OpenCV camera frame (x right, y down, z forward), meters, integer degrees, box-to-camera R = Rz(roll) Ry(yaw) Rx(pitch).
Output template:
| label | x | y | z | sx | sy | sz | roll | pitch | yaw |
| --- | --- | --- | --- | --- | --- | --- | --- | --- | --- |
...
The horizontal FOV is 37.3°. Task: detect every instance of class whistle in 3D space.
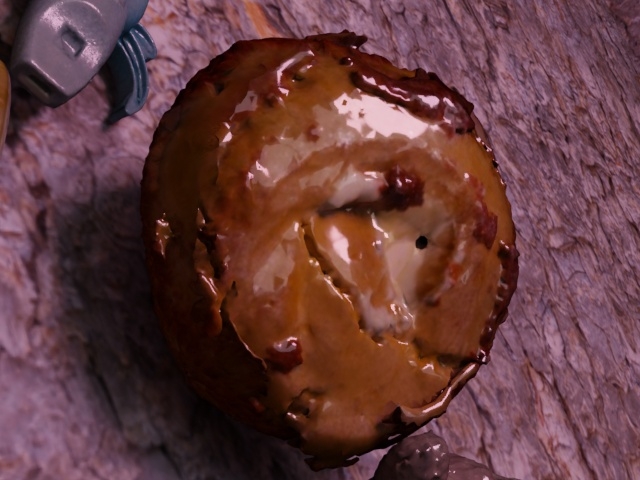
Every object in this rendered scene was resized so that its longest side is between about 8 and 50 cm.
| label | x | y | z | sx | sy | sz | roll | pitch | yaw |
| --- | --- | --- | --- | --- | --- | --- | --- | --- | --- |
| whistle | -0.200 | -0.212 | 0.819 | 0.186 | 0.093 | 0.274 | 49 | 34 | -32 |

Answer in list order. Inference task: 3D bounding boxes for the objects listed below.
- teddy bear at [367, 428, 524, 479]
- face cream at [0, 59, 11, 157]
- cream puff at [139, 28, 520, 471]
| label | x | y | z | sx | sy | sz | roll | pitch | yaw |
| --- | --- | --- | --- | --- | --- | --- | --- | --- | --- |
| teddy bear | 0.051 | 0.254 | 0.725 | 0.267 | 0.151 | 0.236 | -5 | 108 | -58 |
| face cream | -0.344 | -0.120 | 0.606 | 0.285 | 0.067 | 0.139 | 24 | 49 | -38 |
| cream puff | 0.004 | -0.002 | 0.786 | 0.350 | 0.228 | 0.351 | -1 | 92 | -24 |
